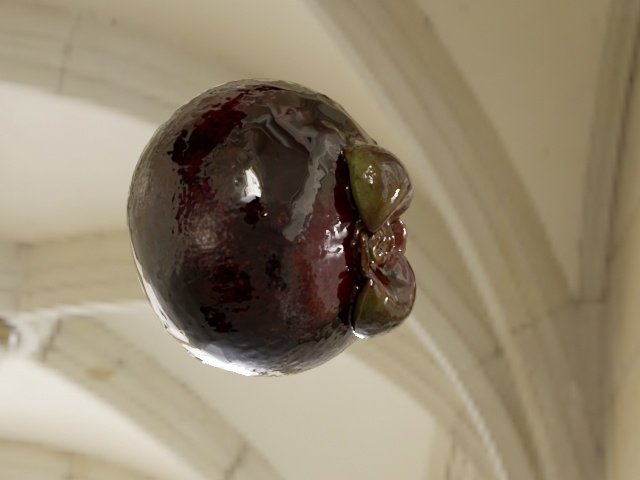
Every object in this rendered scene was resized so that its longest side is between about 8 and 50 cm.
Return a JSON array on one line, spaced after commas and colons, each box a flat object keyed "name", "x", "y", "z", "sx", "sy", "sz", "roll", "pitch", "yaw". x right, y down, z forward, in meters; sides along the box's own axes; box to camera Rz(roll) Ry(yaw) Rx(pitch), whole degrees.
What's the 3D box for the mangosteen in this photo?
[{"name": "mangosteen", "x": -0.018, "y": -0.007, "z": 0.935, "sx": 0.153, "sy": 0.152, "sz": 0.152, "roll": 2, "pitch": -28, "yaw": 1}]
